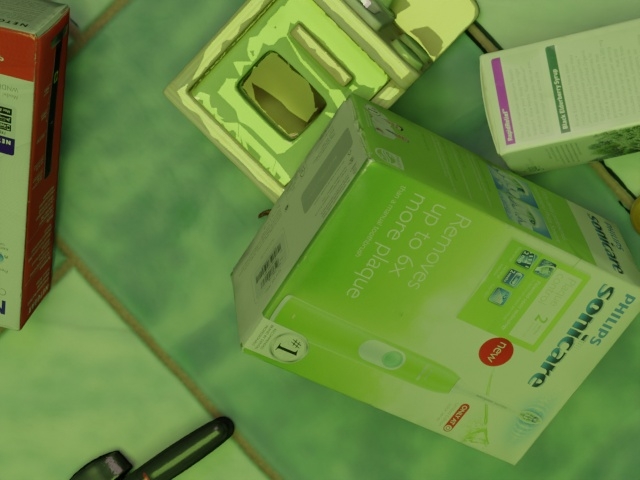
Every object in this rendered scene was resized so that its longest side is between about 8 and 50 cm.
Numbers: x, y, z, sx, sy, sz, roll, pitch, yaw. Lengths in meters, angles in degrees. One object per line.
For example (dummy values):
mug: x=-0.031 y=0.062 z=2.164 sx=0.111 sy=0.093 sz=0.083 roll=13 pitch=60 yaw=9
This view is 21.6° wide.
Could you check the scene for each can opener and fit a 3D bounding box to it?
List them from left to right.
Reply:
can opener: x=-0.163 y=0.222 z=1.603 sx=0.186 sy=0.059 sz=0.073 roll=-31 pitch=94 yaw=15

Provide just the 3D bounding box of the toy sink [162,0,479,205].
toy sink: x=0.004 y=-0.164 z=1.452 sx=0.153 sy=0.131 sz=0.234 roll=45 pitch=105 yaw=-2

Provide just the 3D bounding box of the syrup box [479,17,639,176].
syrup box: x=0.261 y=-0.128 z=1.418 sx=0.237 sy=0.093 sz=0.096 roll=-11 pitch=76 yaw=13

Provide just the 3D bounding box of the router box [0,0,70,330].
router box: x=-0.405 y=-0.098 z=1.529 sx=0.336 sy=0.082 sz=0.301 roll=13 pitch=119 yaw=8

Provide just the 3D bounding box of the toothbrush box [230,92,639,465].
toothbrush box: x=0.097 y=0.037 z=1.419 sx=0.283 sy=0.122 sz=0.206 roll=25 pitch=116 yaw=-23

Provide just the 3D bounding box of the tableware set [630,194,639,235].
tableware set: x=0.322 y=-0.041 z=1.479 sx=0.104 sy=0.024 sz=0.154 roll=-12 pitch=101 yaw=16

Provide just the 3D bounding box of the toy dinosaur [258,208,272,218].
toy dinosaur: x=0.000 y=0.000 z=1.548 sx=0.090 sy=0.047 sz=0.082 roll=-5 pitch=113 yaw=45
